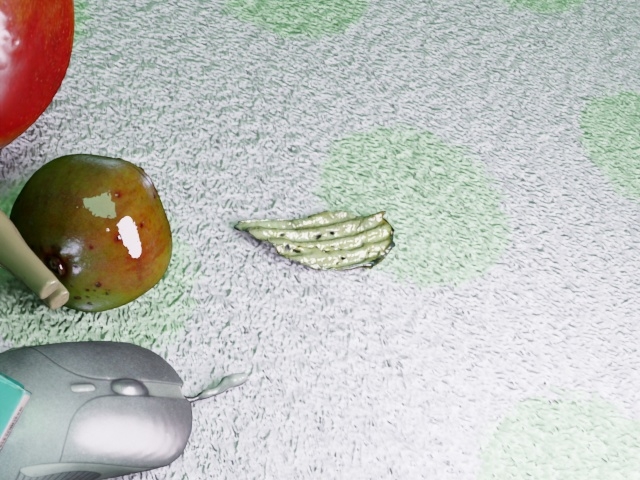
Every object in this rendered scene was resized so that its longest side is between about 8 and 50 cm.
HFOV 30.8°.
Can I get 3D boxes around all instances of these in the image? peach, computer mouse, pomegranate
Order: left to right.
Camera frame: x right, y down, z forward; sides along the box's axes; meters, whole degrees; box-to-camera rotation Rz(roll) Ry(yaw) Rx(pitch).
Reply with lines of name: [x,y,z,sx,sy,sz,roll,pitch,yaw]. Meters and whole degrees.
peach: [-0.425,-0.238,1.296,0.307,0.308,0.332,-7,60,-25]
computer mouse: [-0.239,0.165,1.181,0.379,0.090,0.167,-10,59,-29]
pomegranate: [-0.242,-0.020,1.281,0.180,0.180,0.210,25,31,0]

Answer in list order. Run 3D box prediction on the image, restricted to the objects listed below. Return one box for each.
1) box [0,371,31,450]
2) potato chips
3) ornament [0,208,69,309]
box: [-0.435,0.146,1.000,0.311,0.118,0.205,30,75,-10]
potato chips: [0.000,-0.001,1.436,0.207,0.028,0.092,-3,53,-24]
ornament: [-0.414,0.043,1.179,0.230,0.061,0.245,-43,66,-10]
